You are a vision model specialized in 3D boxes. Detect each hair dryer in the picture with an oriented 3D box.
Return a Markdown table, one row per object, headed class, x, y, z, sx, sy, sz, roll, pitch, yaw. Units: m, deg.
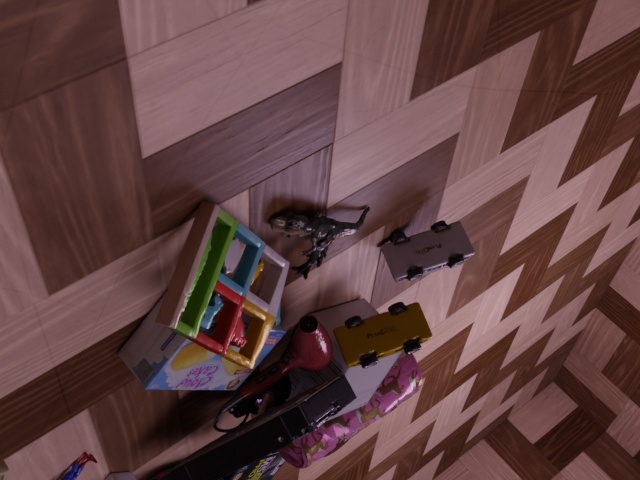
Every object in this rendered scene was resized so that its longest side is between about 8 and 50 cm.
| class | x | y | z | sx | sy | sz | roll | pitch | yaw |
| --- | --- | --- | --- | --- | --- | --- | --- | --- | --- |
| hair dryer | -0.063 | 0.244 | 1.552 | 0.224 | 0.080 | 0.293 | -24 | 149 | -54 |

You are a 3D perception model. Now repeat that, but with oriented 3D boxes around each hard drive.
| class | x | y | z | sx | sy | sz | roll | pitch | yaw |
| --- | --- | --- | --- | --- | --- | --- | --- | --- | --- |
| hard drive | -0.116 | 0.375 | 1.610 | 0.339 | 0.064 | 0.237 | -30 | 174 | 22 |

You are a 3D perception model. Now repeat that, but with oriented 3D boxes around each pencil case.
| class | x | y | z | sx | sy | sz | roll | pitch | yaw |
| --- | --- | --- | --- | --- | --- | --- | --- | --- | --- |
| pencil case | 0.055 | 0.378 | 1.972 | 0.386 | 0.160 | 0.167 | -29 | 176 | -28 |

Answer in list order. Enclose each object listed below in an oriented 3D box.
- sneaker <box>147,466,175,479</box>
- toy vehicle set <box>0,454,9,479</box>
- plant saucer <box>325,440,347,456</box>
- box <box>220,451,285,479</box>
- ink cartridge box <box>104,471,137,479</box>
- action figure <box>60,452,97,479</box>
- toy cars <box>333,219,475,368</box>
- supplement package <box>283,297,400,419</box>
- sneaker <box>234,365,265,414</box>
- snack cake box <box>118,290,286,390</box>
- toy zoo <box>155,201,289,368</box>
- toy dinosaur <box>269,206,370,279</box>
| class | x | y | z | sx | sy | sz | roll | pitch | yaw |
| --- | --- | --- | --- | --- | --- | --- | --- | --- | --- |
| sneaker | -0.319 | 0.610 | 1.729 | 0.124 | 0.295 | 0.178 | -11 | 162 | 42 |
| toy vehicle set | -0.611 | 0.426 | 1.252 | 0.267 | 0.035 | 0.166 | -12 | 139 | -47 |
| plant saucer | 0.043 | 0.542 | 2.337 | 0.199 | 0.036 | 0.198 | -32 | 151 | -21 |
| box | -0.206 | 0.587 | 2.023 | 0.216 | 0.060 | 0.270 | 4 | 126 | -56 |
| ink cartridge box | -0.364 | 0.556 | 1.604 | 0.115 | 0.198 | 0.067 | -48 | 153 | 8 |
| action figure | -0.451 | 0.427 | 1.491 | 0.115 | 0.030 | 0.038 | -40 | 158 | -4 |
| toy cars | 0.168 | 0.113 | 1.712 | 0.393 | 0.177 | 0.087 | -59 | 174 | -23 |
| supplement package | 0.038 | 0.259 | 1.797 | 0.194 | 0.149 | 0.203 | -11 | 138 | -48 |
| sneaker | -0.141 | 0.283 | 1.701 | 0.170 | 0.068 | 0.071 | 93 | 23 | -51 |
| snack cake box | -0.193 | 0.172 | 1.418 | 0.152 | 0.089 | 0.264 | -51 | 153 | 11 |
| toy zoo | -0.132 | 0.084 | 1.309 | 0.293 | 0.030 | 0.192 | 44 | 61 | -57 |
| toy dinosaur | 0.000 | 0.000 | 1.480 | 0.268 | 0.064 | 0.118 | -7 | 128 | -55 |
